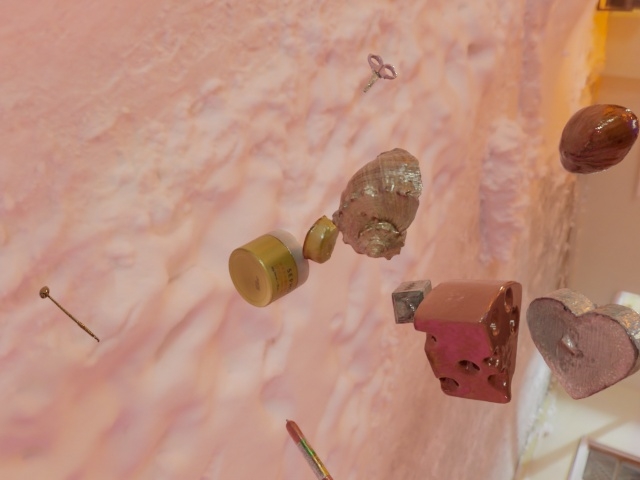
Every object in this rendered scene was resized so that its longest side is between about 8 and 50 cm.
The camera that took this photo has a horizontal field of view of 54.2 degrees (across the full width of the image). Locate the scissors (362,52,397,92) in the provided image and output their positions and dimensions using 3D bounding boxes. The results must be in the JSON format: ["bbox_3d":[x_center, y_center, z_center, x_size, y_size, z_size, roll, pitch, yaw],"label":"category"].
[{"bbox_3d":[0.165,-0.492,1.866,0.021,0.110,0.212,-48,-172,42],"label":"scissors"}]

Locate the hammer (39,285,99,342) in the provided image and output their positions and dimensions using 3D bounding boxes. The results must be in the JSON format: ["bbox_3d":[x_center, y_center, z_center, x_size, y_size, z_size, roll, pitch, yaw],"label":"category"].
[{"bbox_3d":[-0.375,0.114,0.939,0.014,0.029,0.123,-32,121,6],"label":"hammer"}]

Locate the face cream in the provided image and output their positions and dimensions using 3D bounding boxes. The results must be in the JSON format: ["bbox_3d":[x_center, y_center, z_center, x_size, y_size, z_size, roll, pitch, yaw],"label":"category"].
[{"bbox_3d":[-0.176,0.093,2.109,0.179,0.218,0.218,-29,127,-40],"label":"face cream"}]

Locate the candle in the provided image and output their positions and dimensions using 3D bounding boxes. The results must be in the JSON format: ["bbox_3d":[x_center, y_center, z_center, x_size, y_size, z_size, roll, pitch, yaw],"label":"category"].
[{"bbox_3d":[0.414,0.167,0.974,0.068,0.192,0.169,-17,113,-30],"label":"candle"}]

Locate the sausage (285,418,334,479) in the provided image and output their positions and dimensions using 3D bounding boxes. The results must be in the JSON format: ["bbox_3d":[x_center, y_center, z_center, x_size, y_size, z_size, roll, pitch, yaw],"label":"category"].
[{"bbox_3d":[-0.019,0.509,1.459,0.029,0.223,0.029,-30,152,-18],"label":"sausage"}]

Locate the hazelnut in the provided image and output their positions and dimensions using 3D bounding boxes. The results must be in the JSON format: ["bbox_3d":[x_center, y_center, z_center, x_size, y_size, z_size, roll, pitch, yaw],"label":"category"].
[{"bbox_3d":[0.741,-0.282,1.697,0.210,0.210,0.186,51,43,-56],"label":"hazelnut"}]

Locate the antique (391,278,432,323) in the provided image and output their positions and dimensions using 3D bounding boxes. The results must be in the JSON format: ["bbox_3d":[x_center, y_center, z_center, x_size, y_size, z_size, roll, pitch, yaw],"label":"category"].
[{"bbox_3d":[0.251,0.166,1.695,0.183,0.088,0.086,-21,103,-72],"label":"antique"}]

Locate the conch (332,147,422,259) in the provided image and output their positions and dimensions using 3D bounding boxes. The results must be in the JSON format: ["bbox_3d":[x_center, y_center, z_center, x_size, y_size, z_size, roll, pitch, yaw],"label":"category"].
[{"bbox_3d":[0.157,-0.121,1.782,0.209,0.297,0.353,7,60,-30],"label":"conch"}]

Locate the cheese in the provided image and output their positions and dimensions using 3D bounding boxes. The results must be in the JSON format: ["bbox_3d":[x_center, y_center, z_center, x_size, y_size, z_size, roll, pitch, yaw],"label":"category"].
[{"bbox_3d":[0.227,0.143,0.992,0.177,0.128,0.203,29,68,-52],"label":"cheese"}]

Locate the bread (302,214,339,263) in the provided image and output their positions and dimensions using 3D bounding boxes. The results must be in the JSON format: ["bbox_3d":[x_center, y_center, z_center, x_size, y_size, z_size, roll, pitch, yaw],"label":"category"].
[{"bbox_3d":[-0.003,-0.002,2.024,0.125,0.086,0.156,2,111,-67],"label":"bread"}]
